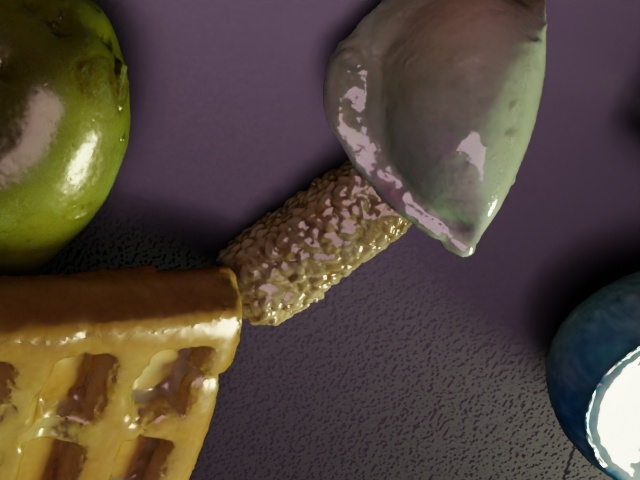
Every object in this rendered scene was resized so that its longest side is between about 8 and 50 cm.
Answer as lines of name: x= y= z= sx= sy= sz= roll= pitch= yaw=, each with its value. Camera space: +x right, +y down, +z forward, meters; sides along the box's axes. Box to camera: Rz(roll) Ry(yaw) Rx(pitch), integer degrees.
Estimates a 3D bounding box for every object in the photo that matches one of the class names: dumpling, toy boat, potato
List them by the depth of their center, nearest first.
potato: x=-0.239 y=-0.073 z=0.984 sx=0.186 sy=0.148 sz=0.253 roll=20 pitch=108 yaw=-11
dumpling: x=0.090 y=-0.099 z=1.005 sx=0.149 sy=0.105 sz=0.217 roll=8 pitch=90 yaw=28
toy boat: x=0.335 y=0.104 z=1.102 sx=0.330 sy=0.123 sz=0.215 roll=0 pitch=119 yaw=-13

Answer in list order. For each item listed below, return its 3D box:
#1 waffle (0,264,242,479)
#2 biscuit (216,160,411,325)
waffle: x=-0.240 y=0.147 z=1.003 sx=0.348 sy=0.077 sz=0.304 roll=-1 pitch=128 yaw=-32
biscuit: x=0.000 y=0.000 z=1.061 sx=0.168 sy=0.070 sz=0.082 roll=-35 pitch=101 yaw=15
